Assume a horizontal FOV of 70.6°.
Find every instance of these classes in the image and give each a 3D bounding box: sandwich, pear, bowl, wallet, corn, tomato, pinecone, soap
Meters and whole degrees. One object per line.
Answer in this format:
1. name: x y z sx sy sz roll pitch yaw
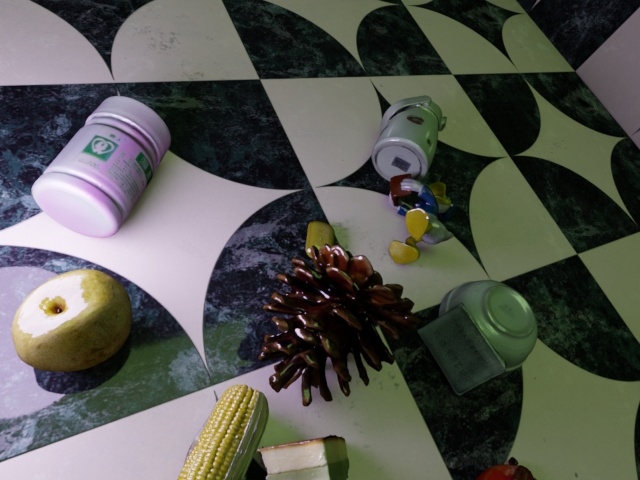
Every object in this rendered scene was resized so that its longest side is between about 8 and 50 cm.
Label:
1. sandwich: -0.042 0.506 1.014 0.186 0.220 0.108 -15 64 11
2. pear: -0.513 0.176 0.959 0.188 0.211 0.228 35 64 24
3. bowl: 0.531 0.248 1.385 0.308 0.163 0.306 10 55 -15
4. wallet: 0.400 0.311 1.287 0.222 0.167 0.036 59 22 17
5. corn: -0.213 0.457 0.963 0.123 0.122 0.305 36 53 -9
6. tomato: 0.443 0.652 1.108 0.233 0.140 0.200 45 53 -36
7. pinecone: 0.022 0.219 1.081 0.385 0.384 0.384 11 57 -17
8. soap: 0.000 0.000 1.376 0.089 0.045 0.140 17 55 -17

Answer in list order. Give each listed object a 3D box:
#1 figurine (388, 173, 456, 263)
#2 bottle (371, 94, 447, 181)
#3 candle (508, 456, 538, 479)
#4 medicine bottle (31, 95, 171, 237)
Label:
1. figurine: 0.341 -0.099 1.541 0.339 0.204 0.283 -17 61 -43
2. bottle: 0.326 -0.394 1.647 0.229 0.229 0.351 29 57 -4
3. candle: 0.628 0.717 1.202 0.329 0.048 0.051 43 95 6
4. medicine bottle: -0.544 -0.189 1.159 0.212 0.212 0.325 22 53 -9
